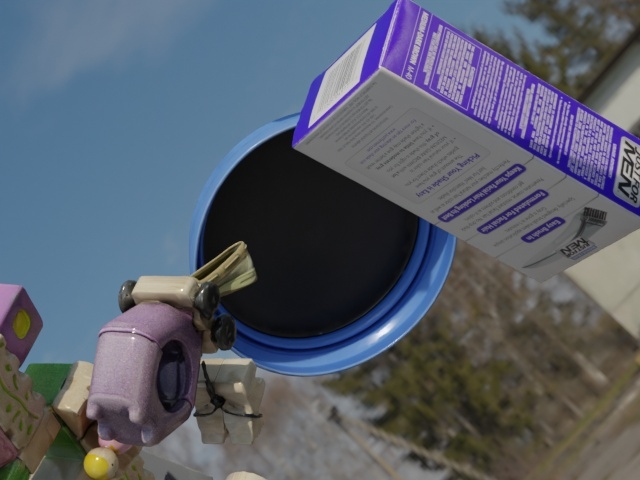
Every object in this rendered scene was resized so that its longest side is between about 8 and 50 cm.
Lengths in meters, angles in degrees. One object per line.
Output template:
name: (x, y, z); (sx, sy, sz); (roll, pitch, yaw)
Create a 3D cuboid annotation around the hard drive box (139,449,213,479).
hard drive box: (-0.199, 0.284, 1.210); (0.089, 0.181, 0.232); (-7, -22, 25)

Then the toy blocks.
toy blocks: (-0.202, 0.204, 0.865); (0.260, 0.309, 0.288); (-68, -34, -40)

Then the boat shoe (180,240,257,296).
boat shoe: (-0.135, 0.046, 1.467); (0.153, 0.048, 0.056); (-23, 13, -38)

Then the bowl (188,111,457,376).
bowl: (0.000, 0.000, 1.836); (0.391, 0.391, 0.077); (-46, 31, 1)

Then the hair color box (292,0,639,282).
hair color box: (0.165, -0.097, 1.392); (0.185, 0.339, 0.110); (-37, 30, 53)
